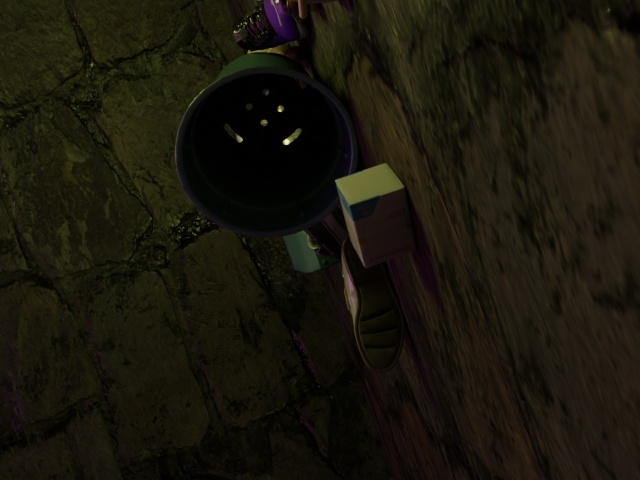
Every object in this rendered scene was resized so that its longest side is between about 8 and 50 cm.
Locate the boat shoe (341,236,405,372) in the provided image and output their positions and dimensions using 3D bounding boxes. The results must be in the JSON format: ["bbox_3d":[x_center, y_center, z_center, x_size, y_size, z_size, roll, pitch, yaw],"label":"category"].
[{"bbox_3d":[0.114,0.134,1.468,0.103,0.113,0.302,110,151,-85],"label":"boat shoe"}]

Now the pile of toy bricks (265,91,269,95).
[{"bbox_3d":[-0.121,-0.418,1.763,0.212,0.118,0.105,75,-179,-47],"label":"pile of toy bricks"}]

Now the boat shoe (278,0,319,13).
[{"bbox_3d":[-0.054,-0.458,1.206,0.178,0.060,0.064,-114,7,-48],"label":"boat shoe"}]

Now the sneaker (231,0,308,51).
[{"bbox_3d":[-0.114,-0.451,1.411,0.293,0.146,0.102,-131,22,-79],"label":"sneaker"}]

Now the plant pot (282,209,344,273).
[{"bbox_3d":[0.000,0.000,1.891,0.234,0.166,0.165,-155,45,-75],"label":"plant pot"}]

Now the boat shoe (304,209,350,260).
[{"bbox_3d":[0.017,-0.009,1.670,0.301,0.102,0.108,50,-166,-56],"label":"boat shoe"}]

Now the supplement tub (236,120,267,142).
[{"bbox_3d":[-0.129,-0.287,1.911,0.144,0.200,0.144,159,90,-83],"label":"supplement tub"}]

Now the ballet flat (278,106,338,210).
[{"bbox_3d":[-0.047,-0.209,1.739,0.123,0.123,0.348,-125,13,-74],"label":"ballet flat"}]

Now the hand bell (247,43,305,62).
[{"bbox_3d":[-0.086,-0.436,1.587,0.242,0.126,0.126,23,133,68],"label":"hand bell"}]

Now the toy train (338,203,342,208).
[{"bbox_3d":[0.058,-0.113,1.463,0.125,0.046,0.166,53,171,-7],"label":"toy train"}]

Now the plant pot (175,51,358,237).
[{"bbox_3d":[-0.112,-0.232,1.391,0.334,0.342,0.341,-100,-6,-61],"label":"plant pot"}]

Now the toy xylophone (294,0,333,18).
[{"bbox_3d":[-0.034,-0.445,0.892,0.322,0.081,0.236,81,169,-66],"label":"toy xylophone"}]

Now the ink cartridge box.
[{"bbox_3d":[0.090,-0.033,1.076,0.090,0.092,0.143,-115,8,-54],"label":"ink cartridge box"}]
